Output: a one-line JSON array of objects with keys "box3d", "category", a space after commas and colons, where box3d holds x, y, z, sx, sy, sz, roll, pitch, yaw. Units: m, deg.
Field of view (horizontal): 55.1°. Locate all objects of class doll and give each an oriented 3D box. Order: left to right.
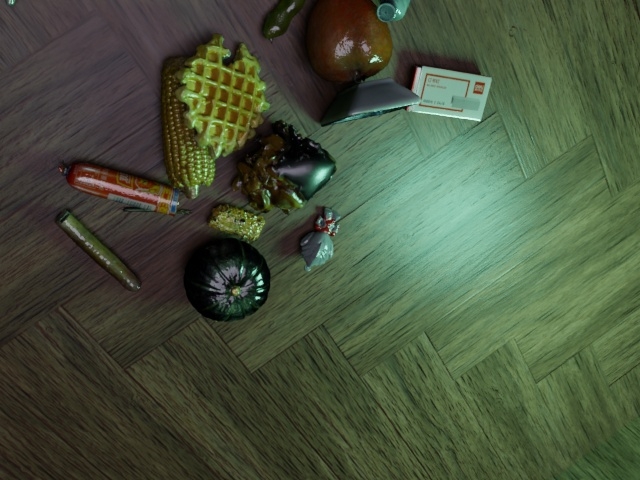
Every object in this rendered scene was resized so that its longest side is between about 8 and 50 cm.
[{"box3d": [0.000, 0.000, 1.647, 0.094, 0.079, 0.180, 24, 89, -12], "category": "doll"}]

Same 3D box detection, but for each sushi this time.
[{"box3d": [-0.096, -0.164, 1.484, 0.200, 0.213, 0.204, 42, 79, -7], "category": "sushi"}]

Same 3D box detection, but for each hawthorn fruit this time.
[{"box3d": [0.058, -0.487, 1.406, 0.199, 0.199, 0.251, -17, 103, -13], "category": "hawthorn fruit"}]

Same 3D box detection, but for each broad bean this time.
[{"box3d": [-0.050, -0.565, 1.401, 0.052, 0.053, 0.256, 37, 97, 9], "category": "broad bean"}]

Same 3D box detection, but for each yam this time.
[{"box3d": [-0.531, 0.032, 1.479, 0.046, 0.046, 0.264, -39, 119, -1], "category": "yam"}]

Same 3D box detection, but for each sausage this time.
[{"box3d": [-0.466, -0.124, 1.423, 0.274, 0.074, 0.074, 15, 106, -24], "category": "sausage"}]

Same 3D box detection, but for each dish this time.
[{"box3d": [0.107, -0.334, 1.460, 0.181, 0.243, 0.080, -14, 99, -15], "category": "dish"}]

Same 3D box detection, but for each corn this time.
[{"box3d": [-0.308, -0.254, 1.401, 0.119, 0.119, 0.322, -11, 109, -16], "category": "corn"}]

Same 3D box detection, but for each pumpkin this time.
[{"box3d": [-0.235, 0.100, 1.551, 0.220, 0.162, 0.221, -9, 113, -22], "category": "pumpkin"}]

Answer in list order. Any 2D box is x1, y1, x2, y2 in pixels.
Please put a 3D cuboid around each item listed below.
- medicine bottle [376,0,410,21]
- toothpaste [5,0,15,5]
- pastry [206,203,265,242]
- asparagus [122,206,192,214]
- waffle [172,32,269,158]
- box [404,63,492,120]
[{"box3d": [0.167, -0.555, 1.404, 0.053, 0.208, 0.090, -14, 122, 27], "category": "medicine bottle"}, {"box3d": [-0.589, -0.580, 1.207, 0.060, 0.038, 0.233, 12, 104, -28], "category": "toothpaste"}, {"box3d": [-0.214, -0.048, 1.557, 0.140, 0.056, 0.080, 25, 92, -29], "category": "pastry"}, {"box3d": [-0.398, -0.073, 1.502, 0.166, 0.016, 0.013, 2, 78, -19], "category": "asparagus"}, {"box3d": [-0.211, -0.322, 1.378, 0.261, 0.056, 0.250, -55, 134, -35], "category": "waffle"}, {"box3d": [0.332, -0.388, 1.614, 0.229, 0.050, 0.123, 3, 110, -21], "category": "box"}]
